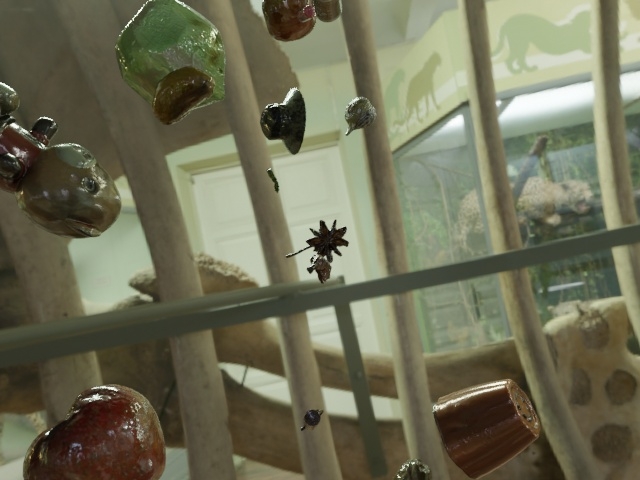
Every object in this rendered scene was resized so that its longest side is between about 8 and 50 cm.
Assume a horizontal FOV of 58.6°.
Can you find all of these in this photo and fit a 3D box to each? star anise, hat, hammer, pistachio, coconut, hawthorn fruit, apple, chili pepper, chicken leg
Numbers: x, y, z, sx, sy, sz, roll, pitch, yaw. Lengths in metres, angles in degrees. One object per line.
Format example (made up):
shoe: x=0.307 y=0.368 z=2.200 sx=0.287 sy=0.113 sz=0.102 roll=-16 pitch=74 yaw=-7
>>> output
star anise: x=-0.003 y=-0.001 z=2.154 sx=0.233 sy=0.177 sz=0.073 roll=9 pitch=-17 yaw=11
hat: x=-0.151 y=-0.436 z=2.108 sx=0.128 sy=0.266 sz=0.265 roll=-7 pitch=-4 yaw=-24
hammer: x=-0.046 y=-0.701 z=1.765 sx=0.043 sy=0.043 sz=0.083 roll=-10 pitch=13 yaw=-20
pistachio: x=-0.353 y=-0.375 z=1.448 sx=0.189 sy=0.110 sz=0.100 roll=-31 pitch=33 yaw=25
coconut: x=-0.403 y=-0.508 z=1.626 sx=0.328 sy=0.329 sz=0.281 roll=-8 pitch=-19 yaw=-48
hawthorn fruit: x=-0.630 y=0.641 z=1.689 sx=0.402 sy=0.403 sz=0.403 roll=-11 pitch=-3 yaw=0
apple: x=-0.104 y=-0.776 z=1.942 sx=0.173 sy=0.188 sz=0.188 roll=-10 pitch=-2 yaw=13
chili pepper: x=-0.148 y=-0.191 z=1.822 sx=0.022 sy=0.083 sz=0.027 roll=-22 pitch=13 yaw=7
chicken leg: x=-0.004 y=0.088 z=1.880 sx=0.053 sy=0.093 sz=0.205 roll=-5 pitch=-19 yaw=23

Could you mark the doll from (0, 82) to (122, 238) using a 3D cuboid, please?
doll: x=-0.515 y=-0.125 z=1.024 sx=0.174 sy=0.330 sz=0.235 roll=-49 pitch=20 yaw=8

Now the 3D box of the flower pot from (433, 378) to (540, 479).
flower pot: x=0.370 y=0.396 z=1.245 sx=0.173 sy=0.191 sz=0.190 roll=-35 pitch=-12 yaw=23

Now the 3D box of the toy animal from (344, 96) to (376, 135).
toy animal: x=0.125 y=-0.379 z=1.788 sx=0.098 sy=0.137 sz=0.098 roll=13 pitch=-9 yaw=2

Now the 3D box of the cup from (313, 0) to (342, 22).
cup: x=0.009 y=-0.631 z=1.464 sx=0.074 sy=0.102 sz=0.099 roll=-31 pitch=-12 yaw=-1

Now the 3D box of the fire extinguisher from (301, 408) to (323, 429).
fire extinguisher: x=-0.019 y=0.488 z=1.560 sx=0.078 sy=0.045 sz=0.157 roll=-33 pitch=-18 yaw=-17

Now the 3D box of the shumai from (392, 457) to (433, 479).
shumai: x=0.238 y=0.614 z=1.248 sx=0.185 sy=0.218 sz=0.184 roll=16 pitch=-16 yaw=37
